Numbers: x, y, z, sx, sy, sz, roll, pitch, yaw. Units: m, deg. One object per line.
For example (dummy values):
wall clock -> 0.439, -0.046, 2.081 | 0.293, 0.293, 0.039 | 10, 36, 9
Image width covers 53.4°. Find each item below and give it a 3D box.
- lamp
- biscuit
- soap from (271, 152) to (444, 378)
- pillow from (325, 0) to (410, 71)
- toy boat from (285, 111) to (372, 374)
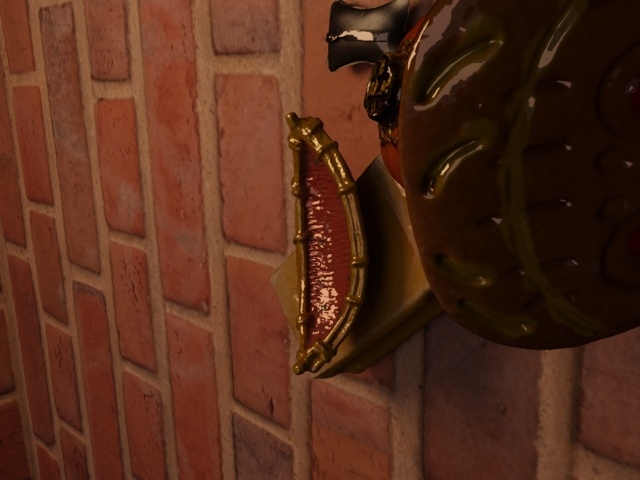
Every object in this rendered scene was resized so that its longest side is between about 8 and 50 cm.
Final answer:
lamp -> 0.148, -0.141, 0.670 | 0.223, 0.196, 0.223 | -171, 90, -76
biscuit -> 0.241, -0.073, 0.545 | 0.350, 0.070, 0.394 | -19, 119, 7
soap -> 0.064, 0.043, 0.863 | 0.315, 0.091, 0.199 | -45, 59, 41
pillow -> 0.059, -0.266, 0.826 | 0.135, 0.055, 0.091 | 13, 78, 39
toy boat -> 0.005, 0.002, 0.789 | 0.141, 0.099, 0.318 | -4, 88, 50
